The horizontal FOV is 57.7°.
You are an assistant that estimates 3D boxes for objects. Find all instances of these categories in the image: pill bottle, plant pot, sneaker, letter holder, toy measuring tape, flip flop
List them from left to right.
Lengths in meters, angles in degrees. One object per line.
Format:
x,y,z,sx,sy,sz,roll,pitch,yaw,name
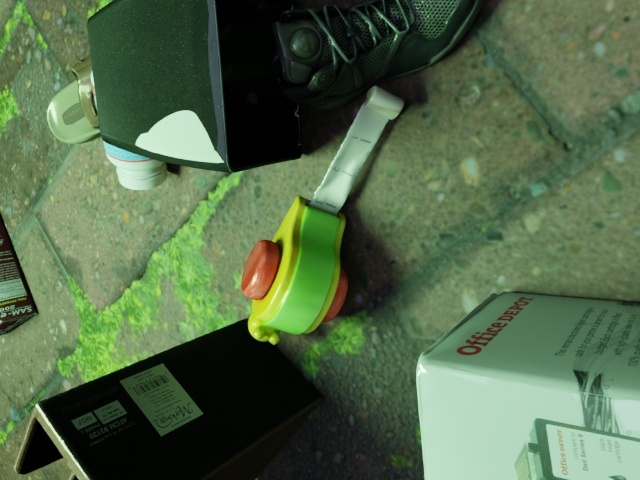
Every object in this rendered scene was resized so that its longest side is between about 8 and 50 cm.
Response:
-0.325,-0.214,0.830,0.277,0.080,0.112,-17,89,35,flip flop
-0.243,-0.149,0.763,0.087,0.087,0.160,30,136,26,pill bottle
-0.180,0.253,0.686,0.152,0.302,0.214,43,120,20,letter holder
-0.133,-0.173,0.617,0.167,0.187,0.187,2,103,19,plant pot
0.000,0.000,0.626,0.121,0.121,0.330,42,119,20,toy measuring tape
0.043,-0.196,0.558,0.228,0.130,0.087,-21,89,33,sneaker

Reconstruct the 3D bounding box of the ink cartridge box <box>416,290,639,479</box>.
0.246,0.128,0.432,0.289,0.211,0.121,2,102,35,ink cartridge box

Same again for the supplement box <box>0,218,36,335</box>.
-0.636,0.057,1.097,0.130,0.073,0.239,-28,82,35,supplement box
